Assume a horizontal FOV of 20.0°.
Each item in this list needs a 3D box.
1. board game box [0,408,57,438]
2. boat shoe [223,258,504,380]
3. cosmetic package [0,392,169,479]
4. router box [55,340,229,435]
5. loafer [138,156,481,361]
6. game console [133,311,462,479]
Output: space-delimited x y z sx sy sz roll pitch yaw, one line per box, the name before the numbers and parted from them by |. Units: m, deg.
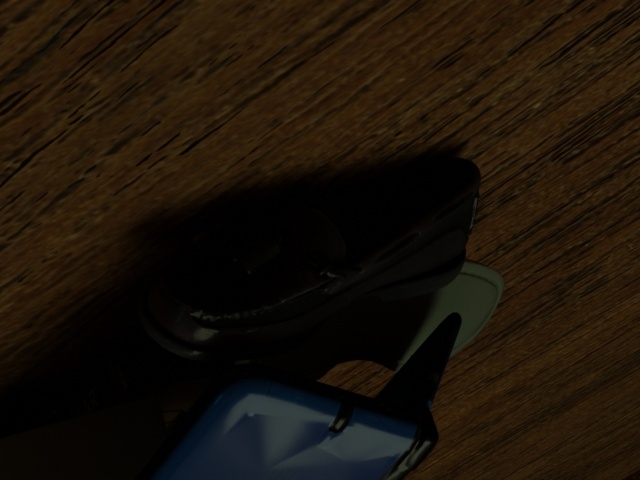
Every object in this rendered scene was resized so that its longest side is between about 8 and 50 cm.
board game box | -0.316 0.191 1.466 0.186 0.026 0.126 -33 160 18
boat shoe | 0.027 0.044 1.432 0.302 0.091 0.114 0 121 -49
cosmetic package | -0.226 0.212 1.413 0.238 0.107 0.127 -17 157 -17
router box | -0.145 0.138 1.510 0.133 0.046 0.179 -11 156 -33
loafer | 0.000 0.000 1.290 0.302 0.109 0.095 -16 140 -43
game console | -0.049 0.169 1.359 0.250 0.173 0.293 20 123 -31
